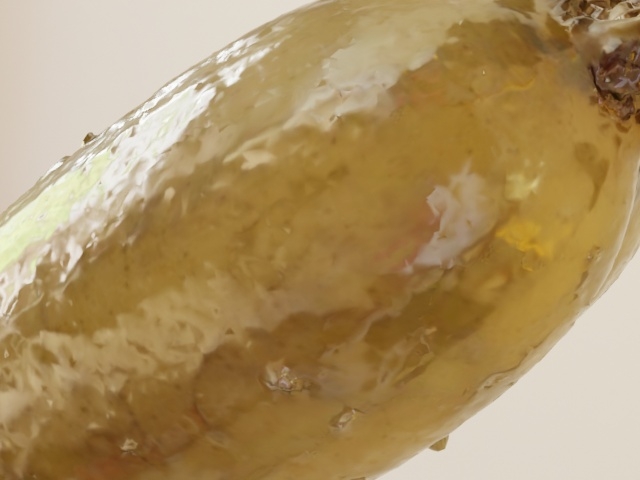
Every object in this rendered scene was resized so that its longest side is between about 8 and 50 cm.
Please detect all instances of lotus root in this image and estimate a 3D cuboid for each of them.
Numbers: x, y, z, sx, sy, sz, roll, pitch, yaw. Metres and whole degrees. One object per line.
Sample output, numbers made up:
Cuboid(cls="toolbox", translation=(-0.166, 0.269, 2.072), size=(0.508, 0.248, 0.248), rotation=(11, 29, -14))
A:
Cuboid(cls="lotus root", translation=(0.000, 0.000, 0.658), size=(0.342, 0.169, 0.151), rotation=(-34, -88, 29))
